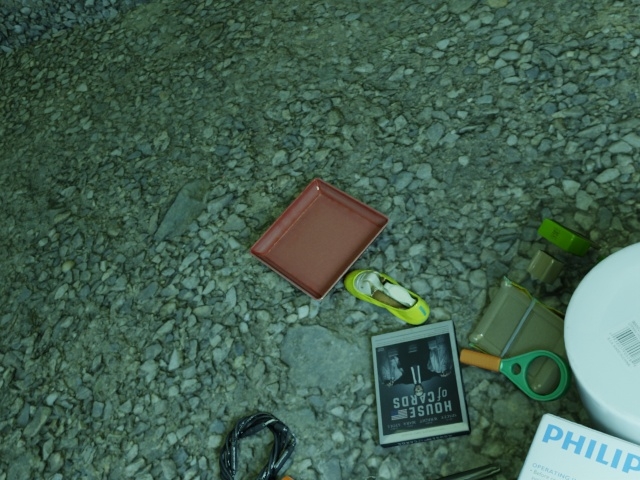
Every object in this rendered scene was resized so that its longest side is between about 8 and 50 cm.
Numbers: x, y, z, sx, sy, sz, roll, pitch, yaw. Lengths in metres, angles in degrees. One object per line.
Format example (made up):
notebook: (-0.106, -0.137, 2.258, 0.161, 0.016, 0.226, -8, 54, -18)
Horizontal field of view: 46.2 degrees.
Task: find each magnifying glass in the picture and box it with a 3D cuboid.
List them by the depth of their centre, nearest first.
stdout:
magnifying glass: (0.363, 0.241, 1.418, 0.231, 0.026, 0.092, 8, 85, 48)

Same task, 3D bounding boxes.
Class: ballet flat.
ballet flat: (0.137, 0.107, 1.630, 0.231, 0.077, 0.077, 28, 73, 36)

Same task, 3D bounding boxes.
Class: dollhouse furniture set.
dollhouse furniture set: (0.465, 0.138, 1.471, 0.197, 0.151, 0.301, 42, 109, 44)

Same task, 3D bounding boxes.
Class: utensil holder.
utensil holder: (0.564, 0.217, 1.150, 0.328, 0.385, 0.327, -15, 51, 19)

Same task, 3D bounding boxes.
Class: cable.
cable: (-0.145, 0.441, 1.548, 0.151, 0.047, 0.184, 27, 72, 35)

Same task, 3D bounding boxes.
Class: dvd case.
dvd case: (0.197, 0.286, 1.513, 0.179, 0.029, 0.238, -14, 53, 16)

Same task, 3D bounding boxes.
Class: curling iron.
curling iron: (0.198, 0.451, 1.395, 0.274, 0.035, 0.068, -17, 53, 13)

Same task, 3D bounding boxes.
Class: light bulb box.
light bulb box: (0.378, 0.499, 1.075, 0.225, 0.358, 0.361, 16, 65, 30)

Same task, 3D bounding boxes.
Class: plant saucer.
plant saucer: (0.000, 0.000, 1.785, 0.259, 0.047, 0.258, 32, 75, 37)

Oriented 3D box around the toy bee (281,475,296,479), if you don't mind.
toy bee: (-0.140, 0.583, 1.404, 0.298, 0.162, 0.195, -19, 38, -20)
